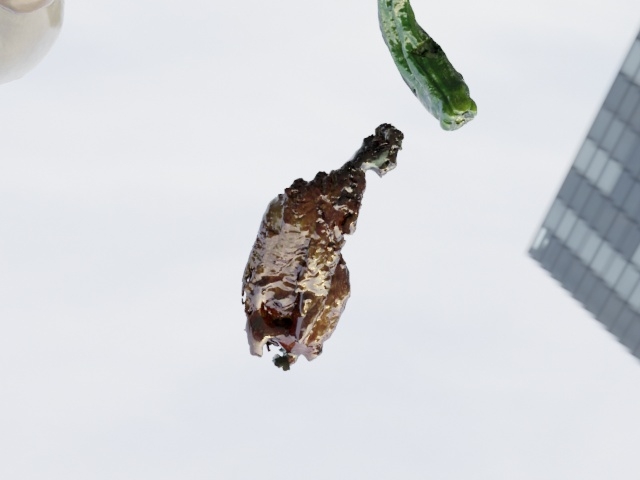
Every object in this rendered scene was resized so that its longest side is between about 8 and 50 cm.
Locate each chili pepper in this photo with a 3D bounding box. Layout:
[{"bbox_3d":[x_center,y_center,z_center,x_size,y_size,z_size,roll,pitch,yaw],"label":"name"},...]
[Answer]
[{"bbox_3d":[0.104,-0.197,1.345,0.050,0.073,0.182,-27,-84,-17],"label":"chili pepper"}]

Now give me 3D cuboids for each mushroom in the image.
[{"bbox_3d":[-0.321,-0.233,1.318,0.128,0.350,0.128,4,-102,-20],"label":"mushroom"}]

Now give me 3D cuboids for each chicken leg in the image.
[{"bbox_3d":[-0.002,0.001,0.403,0.036,0.083,0.021,14,-166,-29],"label":"chicken leg"}]
